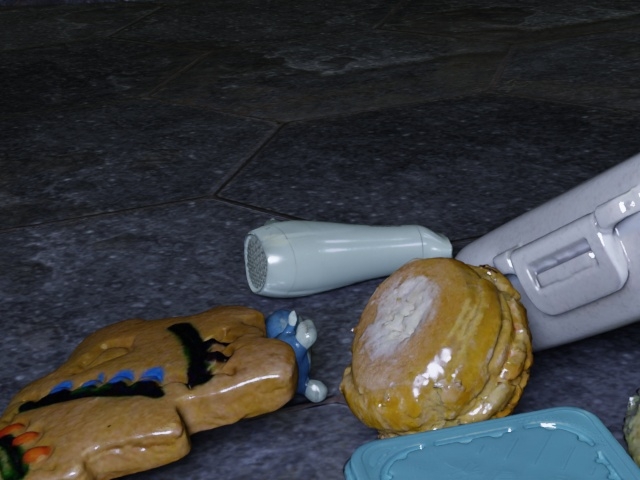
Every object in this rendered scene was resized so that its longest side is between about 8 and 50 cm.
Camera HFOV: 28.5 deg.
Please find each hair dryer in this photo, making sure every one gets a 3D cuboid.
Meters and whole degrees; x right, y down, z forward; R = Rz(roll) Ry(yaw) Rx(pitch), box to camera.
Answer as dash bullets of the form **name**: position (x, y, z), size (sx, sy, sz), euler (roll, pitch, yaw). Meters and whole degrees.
- **hair dryer**: position (0.000, 0.000, 1.331), size (0.206, 0.075, 0.237), euler (-5, 11, -21)

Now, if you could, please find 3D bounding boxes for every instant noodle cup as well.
- **instant noodle cup**: position (0.114, 0.179, 0.790), size (0.179, 0.070, 0.157), euler (-8, 22, -9)

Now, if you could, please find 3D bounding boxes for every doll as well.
- **doll**: position (-0.027, 0.090, 1.052), size (0.050, 0.076, 0.083), euler (-7, 16, -8)

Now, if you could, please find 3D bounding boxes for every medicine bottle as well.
- **medicine bottle**: position (0.285, -0.016, 0.986), size (0.282, 0.123, 0.375), euler (-17, -8, -33)

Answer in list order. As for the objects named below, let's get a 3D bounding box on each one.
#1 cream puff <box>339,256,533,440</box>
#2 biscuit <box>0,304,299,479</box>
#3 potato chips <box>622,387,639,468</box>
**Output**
- **cream puff**: position (0.093, 0.092, 0.944), size (0.165, 0.115, 0.150), euler (-55, 26, -19)
- **biscuit**: position (-0.161, 0.127, 0.959), size (0.278, 0.043, 0.301), euler (1, 27, 45)
- **potato chips**: position (0.294, 0.107, 0.858), size (0.202, 0.029, 0.220), euler (-35, 22, 26)
